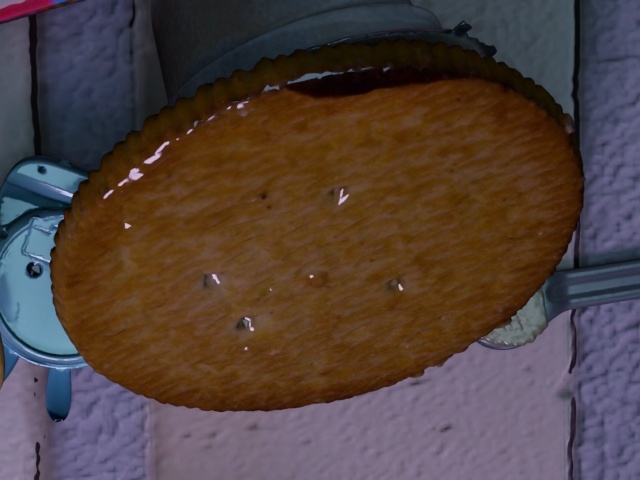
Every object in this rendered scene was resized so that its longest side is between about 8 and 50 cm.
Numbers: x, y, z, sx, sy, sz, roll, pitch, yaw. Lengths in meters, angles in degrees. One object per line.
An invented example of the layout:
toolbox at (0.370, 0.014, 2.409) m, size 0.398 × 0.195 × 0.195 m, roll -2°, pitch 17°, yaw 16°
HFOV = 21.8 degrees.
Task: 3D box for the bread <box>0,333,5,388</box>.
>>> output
bread at (-0.237, 0.034, 0.908) m, size 0.085 × 0.173 × 0.134 m, roll -21°, pitch 98°, yaw -21°

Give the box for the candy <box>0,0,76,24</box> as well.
candy at (-0.274, -0.172, 0.911) m, size 0.305 × 0.100 × 0.157 m, roll -17°, pitch 99°, yaw -6°

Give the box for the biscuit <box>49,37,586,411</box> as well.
biscuit at (0.000, 0.000, 0.912) m, size 0.305 × 0.305 × 0.038 m, roll -11°, pitch 53°, yaw -8°

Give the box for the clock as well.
clock at (-0.152, 0.031, 0.979) m, size 0.108 × 0.045 × 0.147 m, roll 20°, pitch 93°, yaw -9°

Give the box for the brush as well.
brush at (0.216, 0.022, 1.044) m, size 0.266 × 0.027 × 0.062 m, roll -9°, pitch 98°, yaw -8°

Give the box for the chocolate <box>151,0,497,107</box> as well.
chocolate at (-0.023, -0.115, 0.938) m, size 0.221 × 0.221 × 0.147 m, roll -19°, pitch 67°, yaw -7°
